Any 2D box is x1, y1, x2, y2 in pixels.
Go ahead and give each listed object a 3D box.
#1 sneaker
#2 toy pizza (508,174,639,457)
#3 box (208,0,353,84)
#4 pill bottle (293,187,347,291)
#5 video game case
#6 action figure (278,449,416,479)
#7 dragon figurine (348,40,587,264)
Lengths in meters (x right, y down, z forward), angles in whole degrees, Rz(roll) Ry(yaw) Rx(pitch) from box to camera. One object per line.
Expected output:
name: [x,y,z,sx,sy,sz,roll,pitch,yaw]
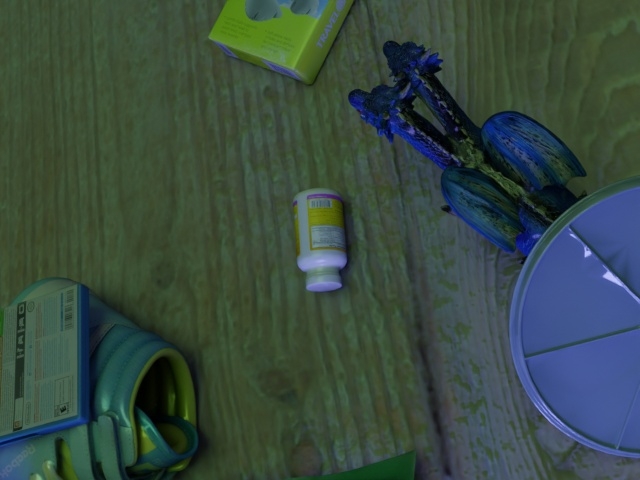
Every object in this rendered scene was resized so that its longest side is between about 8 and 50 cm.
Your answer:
sneaker: [-0.223,0.204,0.737,0.208,0.127,0.318,19,84,28]
toy pizza: [0.227,0.052,0.592,0.201,0.032,0.201,0,102,0]
box: [-0.018,-0.247,0.824,0.109,0.042,0.178,25,87,27]
pill bottle: [0.000,0.000,0.743,0.043,0.043,0.083,-11,71,21]
video game case: [-0.266,0.112,0.721,0.166,0.015,0.119,-17,61,15]
action figure: [-0.036,0.235,0.673,0.232,0.063,0.137,-4,64,16]
dragon figurine: [0.141,-0.037,0.636,0.085,0.144,0.289,-49,63,4]
